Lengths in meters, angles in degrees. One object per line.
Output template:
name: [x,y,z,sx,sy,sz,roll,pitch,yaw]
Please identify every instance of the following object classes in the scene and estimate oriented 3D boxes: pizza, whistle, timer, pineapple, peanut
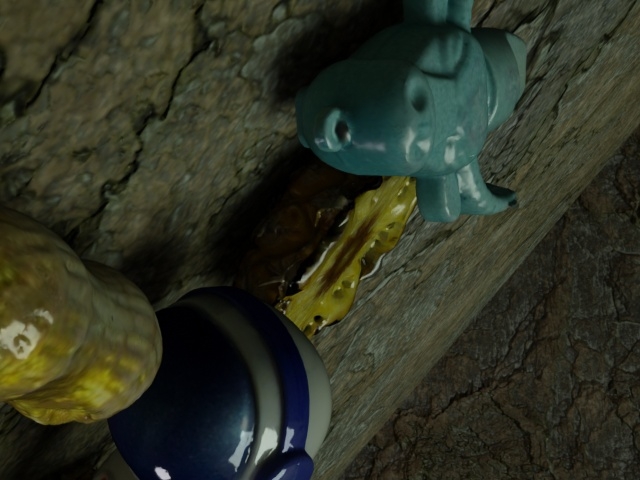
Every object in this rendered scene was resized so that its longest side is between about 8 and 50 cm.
pizza: [-0.201,0.204,0.759,0.037,0.016,0.083,-45,160,-9]
whistle: [0.076,-0.098,0.605,0.274,0.093,0.186,-28,117,-51]
timer: [-0.114,0.201,0.610,0.270,0.270,0.384,-19,138,-60]
pineapple: [0.000,0.000,0.697,0.225,0.076,0.225,-46,162,-19]
peanut: [-0.131,0.040,0.426,0.087,0.087,0.207,-46,163,-8]
